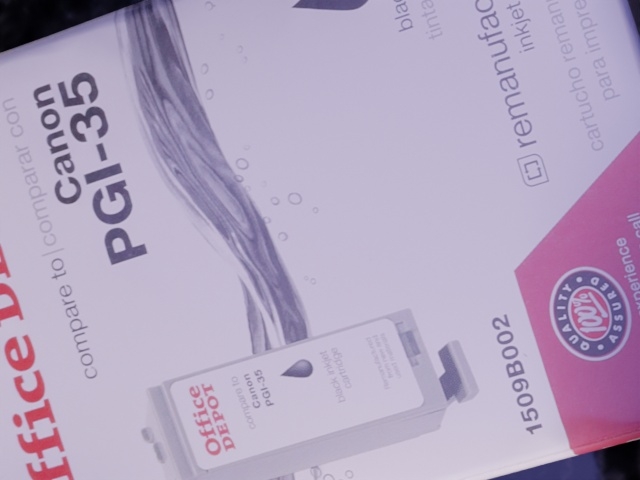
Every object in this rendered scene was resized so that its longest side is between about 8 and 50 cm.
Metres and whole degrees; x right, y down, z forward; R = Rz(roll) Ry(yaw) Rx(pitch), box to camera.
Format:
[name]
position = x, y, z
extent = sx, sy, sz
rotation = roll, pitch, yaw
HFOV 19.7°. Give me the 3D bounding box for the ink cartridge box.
[ink cartridge box]
position = 0.000, 0.000, 0.705
extent = 0.283, 0.117, 0.207
rotation = -18, 89, 14
